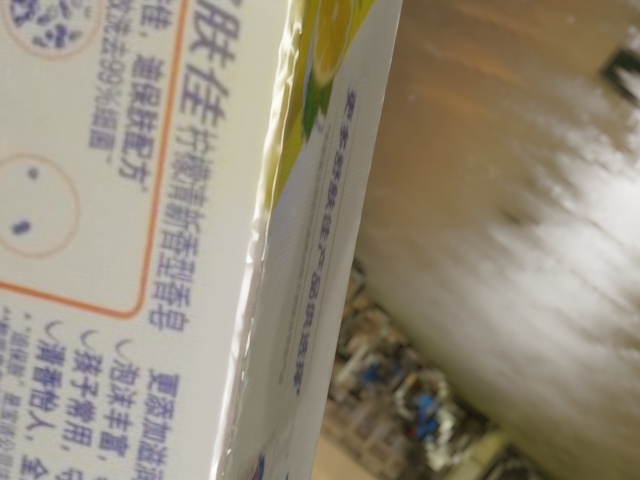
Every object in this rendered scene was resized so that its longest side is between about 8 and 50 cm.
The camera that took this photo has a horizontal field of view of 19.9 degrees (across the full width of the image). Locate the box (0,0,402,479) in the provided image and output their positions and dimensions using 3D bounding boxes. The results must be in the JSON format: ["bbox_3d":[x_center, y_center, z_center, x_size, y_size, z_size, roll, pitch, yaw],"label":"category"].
[{"bbox_3d":[-0.085,0.025,0.455,0.168,0.265,0.097,12,-164,12],"label":"box"}]
